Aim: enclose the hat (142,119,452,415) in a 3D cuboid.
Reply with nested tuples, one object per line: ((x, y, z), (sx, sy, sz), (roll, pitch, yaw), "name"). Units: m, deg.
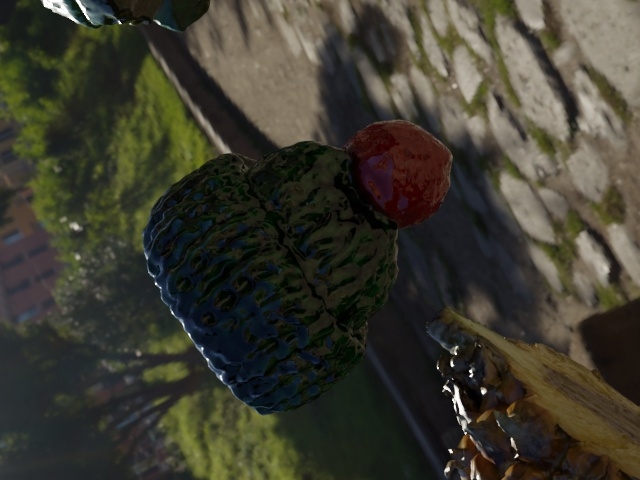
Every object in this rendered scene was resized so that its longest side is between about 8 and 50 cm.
((0.000, 0.000, 1.034), (0.274, 0.332, 0.242), (54, -175, -10), "hat")

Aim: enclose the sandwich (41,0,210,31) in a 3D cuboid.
((-0.199, -0.238, 0.607), (0.250, 0.301, 0.162), (105, 157, -43), "sandwich")

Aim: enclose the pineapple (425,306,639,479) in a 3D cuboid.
((0.185, 0.217, 0.924), (0.286, 0.209, 0.344), (31, -169, 11), "pineapple")
